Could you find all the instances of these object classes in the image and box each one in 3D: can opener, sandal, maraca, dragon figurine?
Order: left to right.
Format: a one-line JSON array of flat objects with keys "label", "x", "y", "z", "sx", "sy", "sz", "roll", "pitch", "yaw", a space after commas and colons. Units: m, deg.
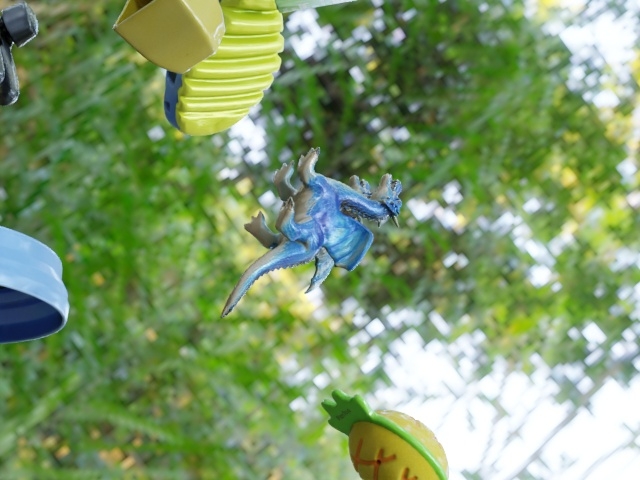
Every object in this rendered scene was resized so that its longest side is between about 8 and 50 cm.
[{"label": "can opener", "x": -0.323, "y": -0.192, "z": 1.822, "sx": 0.059, "sy": 0.073, "sz": 0.186, "roll": 49, "pitch": 14, "yaw": -28}, {"label": "sandal", "x": -0.111, "y": -0.273, "z": 2.079, "sx": 0.138, "sy": 0.126, "sz": 0.317, "roll": 33, "pitch": -71, "yaw": 44}, {"label": "dragon figurine", "x": 0.000, "y": 0.000, "z": 2.002, "sx": 0.144, "sy": 0.289, "sz": 0.085, "roll": 43, "pitch": -45, "yaw": -19}, {"label": "maraca", "x": 0.079, "y": 0.248, "z": 2.210, "sx": 0.186, "sy": 0.099, "sz": 0.127, "roll": 41, "pitch": -32, "yaw": 1}]

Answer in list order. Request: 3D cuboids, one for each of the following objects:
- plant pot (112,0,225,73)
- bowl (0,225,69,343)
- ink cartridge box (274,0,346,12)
[{"label": "plant pot", "x": -0.140, "y": -0.214, "z": 1.802, "sx": 0.081, "sy": 0.081, "sz": 0.083, "roll": -30, "pitch": -67, "yaw": 26}, {"label": "bowl", "x": -0.490, "y": 0.045, "z": 2.161, "sx": 0.391, "sy": 0.391, "sz": 0.077, "roll": -24, "pitch": -121, "yaw": 57}, {"label": "ink cartridge box", "x": 0.071, "y": -0.359, "z": 1.911, "sx": 0.115, "sy": 0.273, "sz": 0.198, "roll": 4, "pitch": 77, "yaw": -89}]
